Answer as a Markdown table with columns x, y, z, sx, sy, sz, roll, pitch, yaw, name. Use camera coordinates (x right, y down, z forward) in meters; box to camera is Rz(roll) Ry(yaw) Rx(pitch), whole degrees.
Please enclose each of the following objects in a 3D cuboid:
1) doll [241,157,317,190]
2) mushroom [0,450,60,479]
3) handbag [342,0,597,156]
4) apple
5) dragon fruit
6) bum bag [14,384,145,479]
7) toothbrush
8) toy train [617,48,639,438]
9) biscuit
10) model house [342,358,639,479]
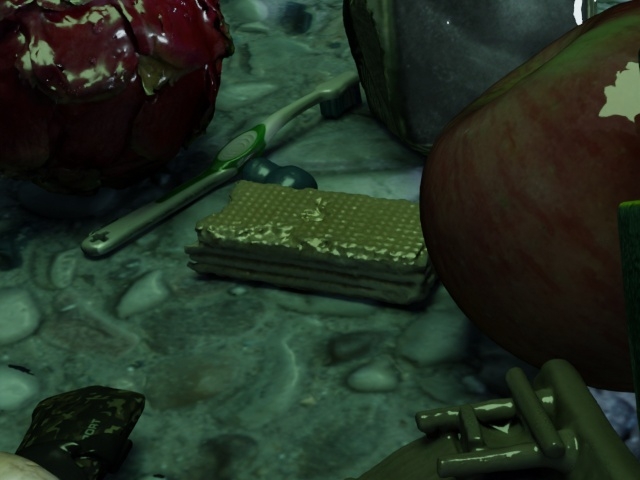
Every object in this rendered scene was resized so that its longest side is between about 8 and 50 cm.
| x | y | z | sx | sy | sz | roll | pitch | yaw | name |
| --- | --- | --- | --- | --- | --- | --- | --- | --- | --- |
| -0.046 | -0.051 | 1.416 | 0.083 | 0.050 | 0.076 | 19 | 43 | 32 | doll |
| -0.229 | 0.245 | 0.826 | 0.255 | 0.184 | 0.255 | 2 | 49 | -2 | mushroom |
| 0.150 | -0.265 | 1.496 | 0.247 | 0.341 | 0.240 | -7 | 14 | -6 | handbag |
| 0.241 | -0.029 | 1.094 | 0.345 | 0.269 | 0.345 | -37 | 4 | 3 | apple |
| -0.243 | -0.203 | 1.449 | 0.329 | 0.329 | 0.329 | -4 | 31 | 2 | dragon fruit |
| -0.199 | 0.181 | 1.037 | 0.102 | 0.069 | 0.248 | -34 | 23 | 25 | bum bag |
| -0.095 | -0.090 | 1.492 | 0.042 | 0.040 | 0.418 | 18 | 38 | 38 | toothbrush |
| 0.326 | 0.041 | 0.859 | 0.272 | 0.442 | 0.179 | -7 | 2 | -12 | toy train |
| 0.000 | 0.000 | 1.310 | 0.239 | 0.062 | 0.108 | 7 | 34 | 21 | biscuit |
| 0.114 | 0.193 | 0.920 | 0.188 | 0.122 | 0.229 | -12 | 35 | -6 | model house |
